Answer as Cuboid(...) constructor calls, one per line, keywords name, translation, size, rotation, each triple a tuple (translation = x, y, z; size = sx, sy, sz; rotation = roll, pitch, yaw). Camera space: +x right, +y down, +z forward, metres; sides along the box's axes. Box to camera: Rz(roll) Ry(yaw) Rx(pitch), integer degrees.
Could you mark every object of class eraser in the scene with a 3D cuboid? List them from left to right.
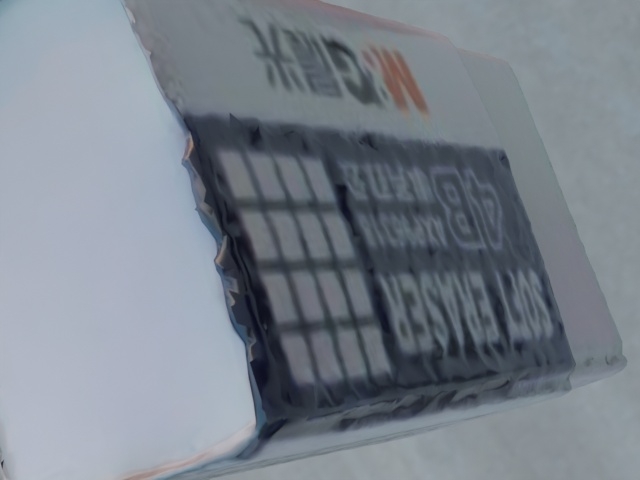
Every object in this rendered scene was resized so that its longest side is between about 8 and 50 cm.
Cuboid(name="eraser", translation=(0.000, 0.000, 0.562), size=(0.287, 0.086, 0.130), rotation=(-2, -108, -65))
